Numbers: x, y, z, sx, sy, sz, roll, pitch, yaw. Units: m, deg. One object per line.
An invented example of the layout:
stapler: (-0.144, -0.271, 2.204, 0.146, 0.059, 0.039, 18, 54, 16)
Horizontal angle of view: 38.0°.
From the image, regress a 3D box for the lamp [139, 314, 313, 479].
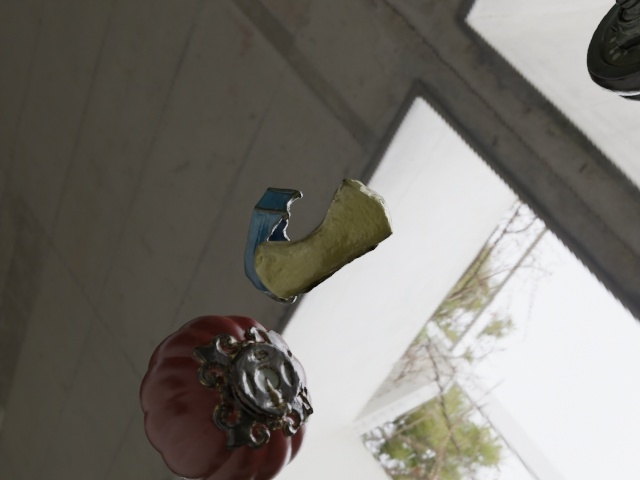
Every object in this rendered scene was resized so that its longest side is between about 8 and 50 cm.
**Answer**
lamp: (-0.121, 0.206, 1.179, 0.227, 0.227, 0.227, 20, -62, 43)

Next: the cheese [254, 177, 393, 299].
cheese: (0.000, 0.000, 0.518, 0.083, 0.030, 0.044, -31, -71, 11)

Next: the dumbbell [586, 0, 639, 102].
dumbbell: (0.289, -0.095, 0.665, 0.254, 0.110, 0.110, 39, -32, -25)

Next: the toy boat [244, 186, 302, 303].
toy boat: (-0.059, 0.014, 1.311, 0.077, 0.075, 0.185, 20, -51, 9)
